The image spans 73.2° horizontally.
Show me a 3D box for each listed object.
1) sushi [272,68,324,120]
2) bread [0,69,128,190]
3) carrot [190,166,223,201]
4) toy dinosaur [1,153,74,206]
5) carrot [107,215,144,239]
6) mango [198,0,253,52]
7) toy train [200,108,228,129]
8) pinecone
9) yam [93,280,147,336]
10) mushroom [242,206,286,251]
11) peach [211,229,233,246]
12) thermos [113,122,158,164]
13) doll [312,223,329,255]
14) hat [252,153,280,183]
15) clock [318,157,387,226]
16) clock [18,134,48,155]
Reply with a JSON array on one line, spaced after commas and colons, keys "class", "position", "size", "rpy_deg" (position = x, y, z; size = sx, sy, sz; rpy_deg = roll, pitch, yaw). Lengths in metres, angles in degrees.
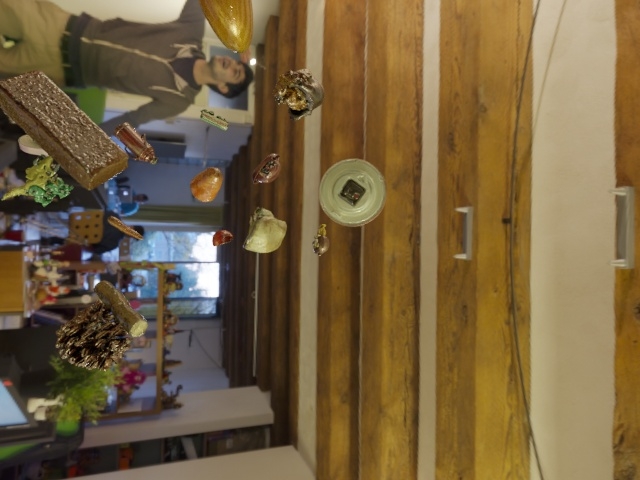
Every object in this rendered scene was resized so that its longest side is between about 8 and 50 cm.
[{"class": "sushi", "position": [-0.100, -0.641, 1.848], "size": [0.200, 0.204, 0.213], "rpy_deg": [-37, -131, 8]}, {"class": "bread", "position": [-0.817, -0.351, 1.372], "size": [0.416, 0.165, 0.113], "rpy_deg": [44, -39, 0]}, {"class": "carrot", "position": [-0.592, -0.323, 2.332], "size": [0.225, 0.159, 0.158], "rpy_deg": [-29, -119, 47]}, {"class": "toy dinosaur", "position": [-1.019, -0.191, 1.552], "size": [0.153, 0.259, 0.094], "rpy_deg": [53, 8, -30]}, {"class": "carrot", "position": [-0.806, -0.047, 1.782], "size": [0.035, 0.165, 0.035], "rpy_deg": [-51, -169, 14]}, {"class": "mango", "position": [-0.388, -0.981, 1.796], "size": [0.263, 0.221, 0.377], "rpy_deg": [-119, -167, -64]}, {"class": "toy train", "position": [-0.526, -0.602, 2.136], "size": [0.038, 0.148, 0.070], "rpy_deg": [-48, -146, 33]}, {"class": "pinecone", "position": [-0.690, 0.302, 1.335], "size": [0.221, 0.222, 0.221], "rpy_deg": [-179, -90, -70]}, {"class": "yam", "position": [-0.571, 0.187, 1.226], "size": [0.253, 0.061, 0.060], "rpy_deg": [29, -60, 37]}, {"class": "mushroom", "position": [-0.243, -0.029, 1.912], "size": [0.267, 0.164, 0.189], "rpy_deg": [157, -50, -71]}, {"class": "peach", "position": [-0.436, -0.014, 1.896], "size": [0.061, 0.098, 0.098], "rpy_deg": [67, -15, -14]}, {"class": "thermos", "position": [-0.879, -0.451, 2.071], "size": [0.232, 0.124, 0.099], "rpy_deg": [46, -36, 3]}, {"class": "doll", "position": [-0.004, 0.002, 2.579], "size": [0.145, 0.096, 0.188], "rpy_deg": [-55, -147, 42]}, {"class": "hat", "position": [-0.256, -0.344, 2.143], "size": [0.089, 0.205, 0.205], "rpy_deg": [44, -27, -1]}, {"class": "clock", "position": [0.114, -0.170, 1.535], "size": [0.056, 0.245, 0.244], "rpy_deg": [-3, 94, -81]}, {"class": "clock", "position": [-1.124, -0.411, 1.786], "size": [0.172, 0.198, 0.064], "rpy_deg": [33, -50, 23]}]
